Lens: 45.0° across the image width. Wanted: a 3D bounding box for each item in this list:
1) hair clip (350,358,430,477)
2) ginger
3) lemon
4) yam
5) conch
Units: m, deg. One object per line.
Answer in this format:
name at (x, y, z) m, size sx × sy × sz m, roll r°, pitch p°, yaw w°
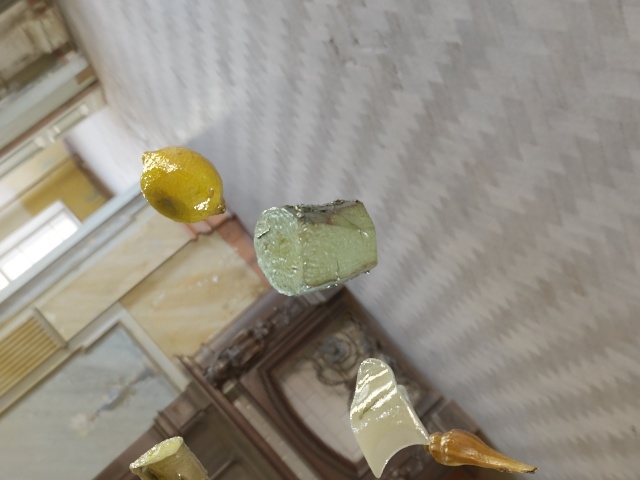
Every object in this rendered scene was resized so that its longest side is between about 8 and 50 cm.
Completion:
hair clip at (0.157, 0.416, 1.912) m, size 0.113 × 0.172 × 0.282 m, roll 41°, pitch -158°, yaw -23°
ginger at (-0.206, 0.440, 1.260) m, size 0.116 × 0.109 × 0.263 m, roll -22°, pitch 108°, yaw 35°
lemon at (-0.353, -0.144, 1.987) m, size 0.256 × 0.188 × 0.188 m, roll 34°, pitch 167°, yaw -7°
yam at (-0.003, 0.002, 1.712) m, size 0.201 × 0.271 × 0.202 m, roll 14°, pitch 109°, yaw 48°
conch at (0.383, 0.525, 1.940) m, size 0.330 × 0.093 × 0.109 m, roll -3°, pitch 155°, yaw 35°
